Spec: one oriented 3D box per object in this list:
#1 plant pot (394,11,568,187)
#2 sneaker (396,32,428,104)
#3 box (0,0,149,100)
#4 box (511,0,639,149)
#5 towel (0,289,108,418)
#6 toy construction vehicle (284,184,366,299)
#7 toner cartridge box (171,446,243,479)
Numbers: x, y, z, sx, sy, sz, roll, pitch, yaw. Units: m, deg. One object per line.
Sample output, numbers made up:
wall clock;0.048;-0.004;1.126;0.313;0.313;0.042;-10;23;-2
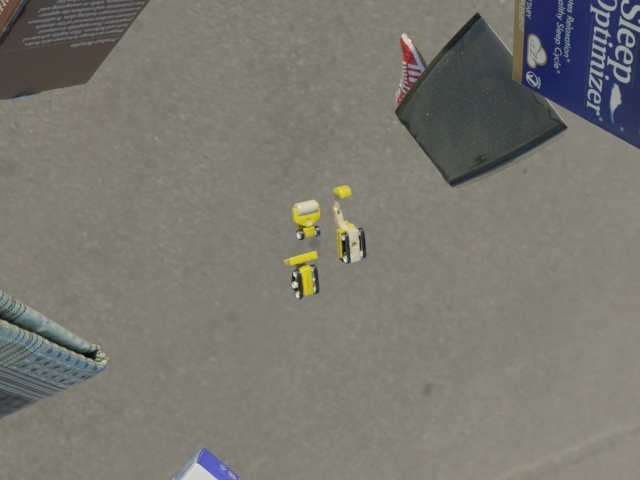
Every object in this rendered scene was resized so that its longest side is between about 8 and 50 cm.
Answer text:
plant pot;0.208;-0.168;1.460;0.167;0.188;0.187;-39;175;10
sneaker;0.130;-0.246;1.616;0.067;0.042;0.118;-24;107;14
box;-0.252;-0.304;1.086;0.191;0.143;0.381;-23;166;-50
box;0.235;-0.138;0.806;0.036;0.225;0.136;-32;138;-25
towel;-0.441;0.141;1.156;0.312;0.056;0.324;-25;152;13
toy construction vehicle;0.000;0.000;1.092;0.085;0.035;0.098;-18;113;-26
toner cartridge box;-0.111;0.504;1.705;0.348;0.075;0.165;41;99;-5
